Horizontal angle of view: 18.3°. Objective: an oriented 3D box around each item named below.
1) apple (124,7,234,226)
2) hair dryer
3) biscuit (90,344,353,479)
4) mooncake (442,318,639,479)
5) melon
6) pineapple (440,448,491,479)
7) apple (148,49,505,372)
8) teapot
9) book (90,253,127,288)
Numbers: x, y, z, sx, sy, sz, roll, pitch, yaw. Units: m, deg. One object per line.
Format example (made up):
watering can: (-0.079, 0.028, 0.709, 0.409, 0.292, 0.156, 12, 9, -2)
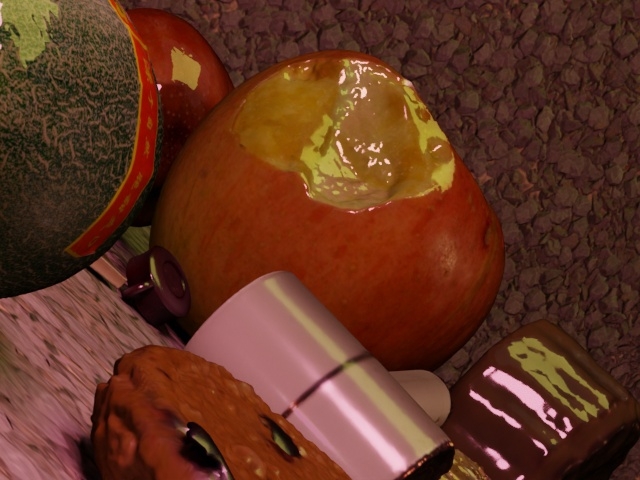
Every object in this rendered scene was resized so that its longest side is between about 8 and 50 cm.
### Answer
apple: (-0.191, -0.124, 2.075, 0.230, 0.230, 0.230, 46, 1, -1)
hair dryer: (0.038, 0.138, 1.655, 0.203, 0.128, 0.362, 45, 13, 17)
biscuit: (-0.013, 0.173, 1.050, 0.296, 0.075, 0.296, 46, 6, -6)
mooncake: (0.210, 0.237, 2.145, 0.161, 0.290, 0.290, 43, 0, 19)
melon: (-0.167, -0.060, 0.953, 0.182, 0.182, 0.288, 46, -1, 8)
pineapple: (0.082, 0.233, 1.814, 0.186, 0.114, 0.236, 47, 4, 13)
apple: (0.000, 0.000, 1.879, 0.339, 0.339, 0.339, 46, 1, -1)
teapot: (-0.148, 0.042, 1.736, 0.068, 0.045, 0.100, 68, 21, 6)
book: (-0.266, -0.061, 1.658, 0.170, 0.018, 0.242, 45, 0, 41)
